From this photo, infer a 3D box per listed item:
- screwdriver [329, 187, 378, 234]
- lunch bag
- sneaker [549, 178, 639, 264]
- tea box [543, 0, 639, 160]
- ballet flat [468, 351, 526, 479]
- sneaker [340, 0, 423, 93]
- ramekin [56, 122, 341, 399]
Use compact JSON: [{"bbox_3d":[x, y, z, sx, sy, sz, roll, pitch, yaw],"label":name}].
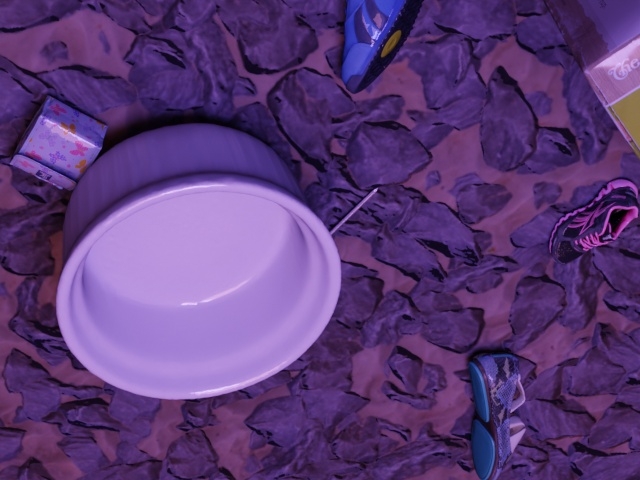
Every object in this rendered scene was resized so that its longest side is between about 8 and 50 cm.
[{"bbox_3d":[0.000,0.000,1.313,0.170,0.024,0.025,-47,144,21],"label":"screwdriver"},{"bbox_3d":[-0.262,-0.090,1.216,0.071,0.053,0.083,29,125,-20],"label":"lunch bag"},{"bbox_3d":[0.295,-0.012,1.308,0.047,0.057,0.119,33,116,-25],"label":"sneaker"},{"bbox_3d":[0.355,-0.160,1.055,0.220,0.329,0.323,-32,119,16],"label":"tea box"},{"bbox_3d":[0.214,0.209,1.444,0.070,0.070,0.188,-6,126,-1],"label":"ballet flat"},{"bbox_3d":[0.053,-0.237,1.147,0.082,0.069,0.209,34,129,13],"label":"sneaker"},{"bbox_3d":[-0.128,0.016,1.221,0.277,0.135,0.277,-9,130,-10],"label":"ramekin"}]
